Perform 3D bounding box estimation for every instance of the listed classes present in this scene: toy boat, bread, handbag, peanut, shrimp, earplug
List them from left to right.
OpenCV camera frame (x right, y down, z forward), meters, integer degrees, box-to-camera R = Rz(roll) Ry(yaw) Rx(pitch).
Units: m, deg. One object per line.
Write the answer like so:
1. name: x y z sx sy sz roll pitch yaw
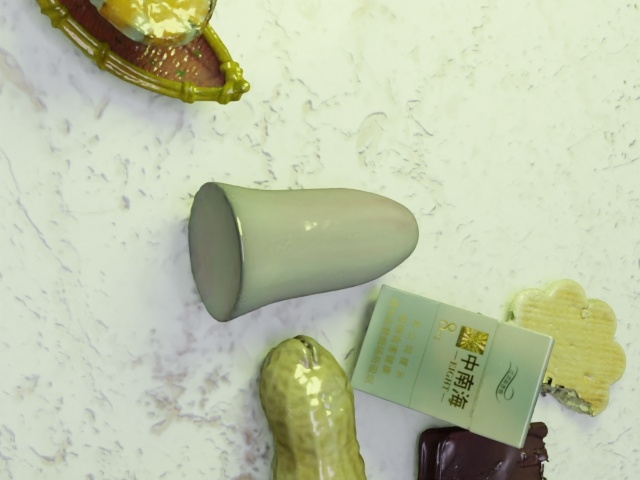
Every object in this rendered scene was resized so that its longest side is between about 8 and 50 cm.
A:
1. toy boat: -0.228 -0.266 0.978 0.317 0.099 0.141 33 76 -18
2. shrimp: -0.189 -0.357 0.959 0.164 0.062 0.317 23 58 -25
3. peanut: -0.008 0.269 1.075 0.130 0.130 0.290 -8 88 -23
4. earplug: 0.000 0.000 1.056 0.301 0.172 0.173 -6 94 -28
5. handbag: 0.244 0.373 1.215 0.216 0.074 0.203 0 92 -25
6. bread: 0.386 0.161 1.288 0.250 0.039 0.182 30 79 -21

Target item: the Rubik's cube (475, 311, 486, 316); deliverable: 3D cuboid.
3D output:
1. Rubik's cube: 0.224 0.159 1.188 0.111 0.111 0.093 15 110 -23

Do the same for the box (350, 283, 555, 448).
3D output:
1. box: 0.178 0.168 1.105 0.242 0.067 0.155 15 85 20
